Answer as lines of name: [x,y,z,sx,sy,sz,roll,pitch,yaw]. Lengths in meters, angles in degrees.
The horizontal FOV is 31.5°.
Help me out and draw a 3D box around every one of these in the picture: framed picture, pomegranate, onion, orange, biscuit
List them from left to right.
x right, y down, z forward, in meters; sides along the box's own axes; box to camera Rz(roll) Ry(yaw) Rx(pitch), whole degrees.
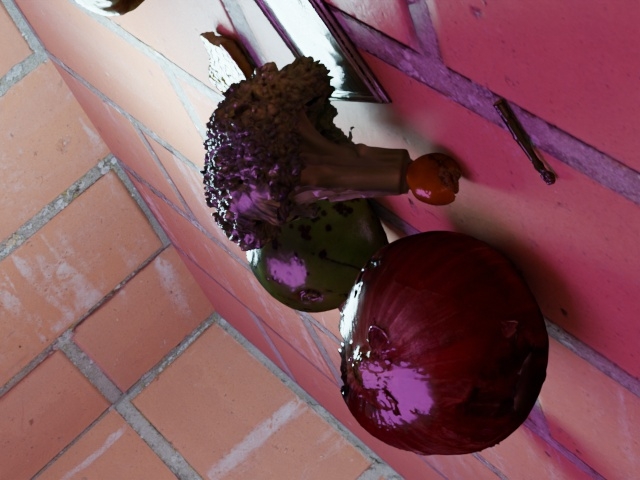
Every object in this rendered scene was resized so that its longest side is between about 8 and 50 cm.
biscuit: [-0.168,-0.312,2.058,0.176,0.031,0.228,55,166,-24]
framed picture: [-0.021,-0.306,1.657,0.274,0.017,0.217,52,166,-20]
pomegranate: [0.000,0.000,2.010,0.254,0.270,0.254,9,135,9]
orange: [0.158,-0.090,1.594,0.086,0.086,0.062,36,139,39]
onion: [0.186,0.156,1.683,0.341,0.341,0.341,44,166,14]

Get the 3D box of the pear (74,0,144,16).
pear: [-0.342,-0.470,1.813,0.211,0.188,0.228,51,164,-4]

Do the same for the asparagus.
asparagus: [0.247,-0.117,1.369,0.127,0.015,0.018,52,167,-18]

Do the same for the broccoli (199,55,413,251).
broccoli: [-0.038,-0.139,1.642,0.375,0.302,0.249,-26,-84,-79]
